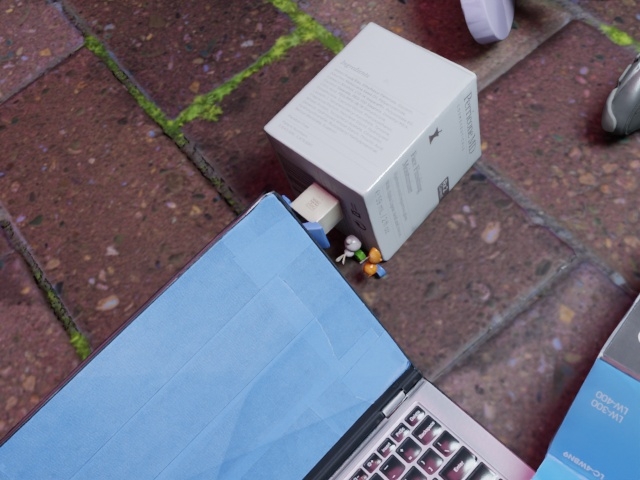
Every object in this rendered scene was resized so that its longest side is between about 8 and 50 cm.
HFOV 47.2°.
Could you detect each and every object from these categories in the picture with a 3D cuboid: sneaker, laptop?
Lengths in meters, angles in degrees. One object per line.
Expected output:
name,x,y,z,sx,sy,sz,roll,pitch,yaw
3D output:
sneaker,0.436,-0.189,0.812,0.267,0.101,0.106,-33,62,-5
laptop,-0.012,0.249,0.596,0.382,0.236,0.408,-45,61,-12

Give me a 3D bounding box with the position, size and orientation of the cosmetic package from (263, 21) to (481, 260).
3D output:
cosmetic package,0.065,-0.110,0.826,0.151,0.151,0.184,36,76,28

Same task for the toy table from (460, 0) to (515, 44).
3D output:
toy table,0.267,-0.374,0.892,0.160,0.252,0.274,-8,67,29

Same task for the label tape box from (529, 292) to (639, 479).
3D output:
label tape box,0.354,0.146,0.593,0.249,0.115,0.347,31,56,26

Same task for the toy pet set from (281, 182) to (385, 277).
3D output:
toy pet set,0.000,0.000,0.800,0.065,0.114,0.122,-44,62,-13
